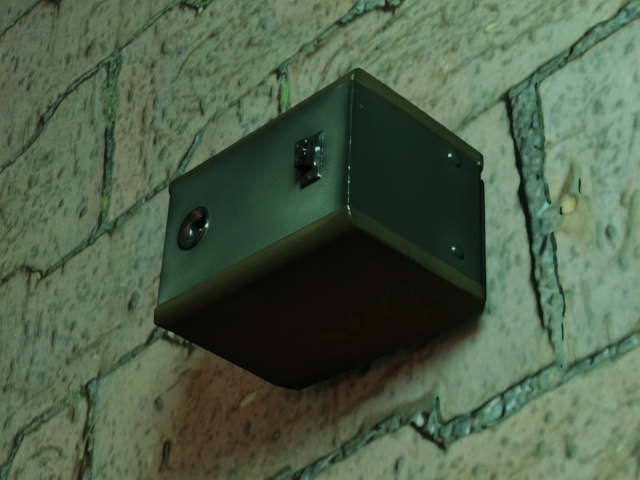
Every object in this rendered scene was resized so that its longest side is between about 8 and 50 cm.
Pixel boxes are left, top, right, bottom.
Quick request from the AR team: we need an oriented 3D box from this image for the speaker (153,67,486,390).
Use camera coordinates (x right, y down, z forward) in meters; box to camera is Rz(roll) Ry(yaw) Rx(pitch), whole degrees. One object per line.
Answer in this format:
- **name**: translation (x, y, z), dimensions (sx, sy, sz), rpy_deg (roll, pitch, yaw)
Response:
- **speaker**: translation (0.000, 0.000, 1.254), dimensions (0.231, 0.193, 0.153), rpy_deg (-28, 46, 38)
